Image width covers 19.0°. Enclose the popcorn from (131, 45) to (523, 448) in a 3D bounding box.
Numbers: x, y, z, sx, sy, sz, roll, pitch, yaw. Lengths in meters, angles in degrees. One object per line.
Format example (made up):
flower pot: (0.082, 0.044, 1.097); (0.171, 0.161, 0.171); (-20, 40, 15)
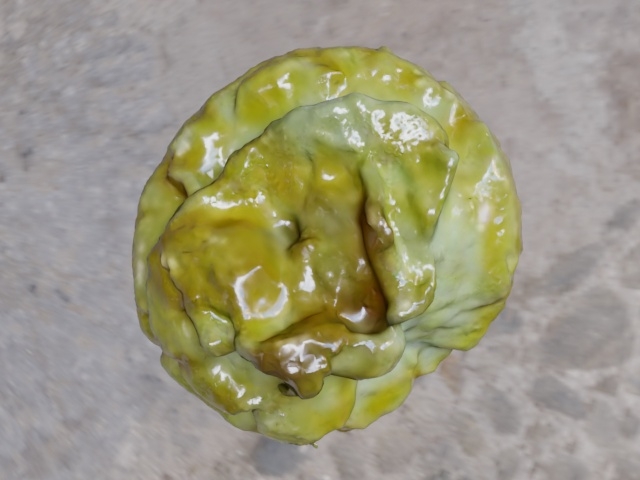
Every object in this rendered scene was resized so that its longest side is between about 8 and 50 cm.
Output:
popcorn: (0.000, 0.000, 1.050); (0.204, 0.183, 0.221); (37, 94, 19)
